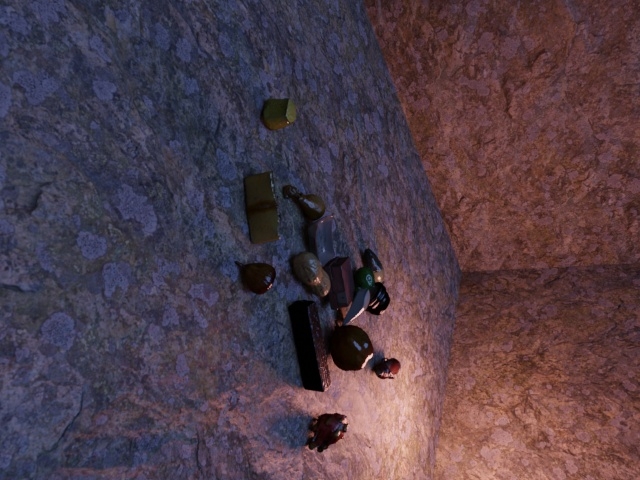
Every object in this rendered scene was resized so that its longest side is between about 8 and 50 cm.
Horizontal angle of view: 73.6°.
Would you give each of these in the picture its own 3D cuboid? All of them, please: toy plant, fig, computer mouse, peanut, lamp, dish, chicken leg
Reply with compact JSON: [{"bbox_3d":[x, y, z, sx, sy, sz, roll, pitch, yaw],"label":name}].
[{"bbox_3d":[0.256,0.274,2.273,0.235,0.175,0.218,43,51,-12],"label":"toy plant"},{"bbox_3d":[-0.241,0.136,1.564,0.119,0.152,0.119,-171,-90,-82],"label":"fig"},{"bbox_3d":[0.179,0.340,2.109,0.231,0.079,0.128,-62,169,6],"label":"computer mouse"},{"bbox_3d":[-0.033,0.155,1.858,0.257,0.123,0.124,59,39,-36],"label":"peanut"},{"bbox_3d":[0.304,0.152,2.422,0.101,0.101,0.250,-48,122,-50],"label":"lamp"},{"bbox_3d":[0.000,0.000,1.953,0.151,0.077,0.213,-35,125,-54],"label":"dish"},{"bbox_3d":[-0.068,-0.173,1.890,0.251,0.087,0.108,31,48,-45],"label":"chicken leg"}]

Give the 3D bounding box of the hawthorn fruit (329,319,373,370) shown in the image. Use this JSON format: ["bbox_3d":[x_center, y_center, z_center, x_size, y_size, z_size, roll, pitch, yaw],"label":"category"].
[{"bbox_3d":[0.126,0.482,2.007,0.248,0.208,0.208,55,39,-13],"label":"hawthorn fruit"}]

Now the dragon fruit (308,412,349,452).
[{"bbox_3d":[0.027,0.819,1.831,0.207,0.150,0.133,-33,117,-27],"label":"dragon fruit"}]

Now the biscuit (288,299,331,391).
[{"bbox_3d":[-0.045,0.441,1.795,0.073,0.107,0.389,-19,101,-55],"label":"biscuit"}]

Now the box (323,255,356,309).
[{"bbox_3d":[0.097,0.196,2.043,0.215,0.086,0.215,-32,114,-72],"label":"box"}]

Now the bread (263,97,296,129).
[{"bbox_3d":[-0.166,-0.520,1.761,0.111,0.114,0.129,30,63,-60],"label":"bread"}]

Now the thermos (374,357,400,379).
[{"bbox_3d":[0.372,0.728,2.433,0.232,0.098,0.124,11,79,-58],"label":"thermos"}]

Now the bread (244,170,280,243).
[{"bbox_3d":[-0.212,-0.124,1.630,0.141,0.178,0.266,-8,89,-27],"label":"bread"}]
